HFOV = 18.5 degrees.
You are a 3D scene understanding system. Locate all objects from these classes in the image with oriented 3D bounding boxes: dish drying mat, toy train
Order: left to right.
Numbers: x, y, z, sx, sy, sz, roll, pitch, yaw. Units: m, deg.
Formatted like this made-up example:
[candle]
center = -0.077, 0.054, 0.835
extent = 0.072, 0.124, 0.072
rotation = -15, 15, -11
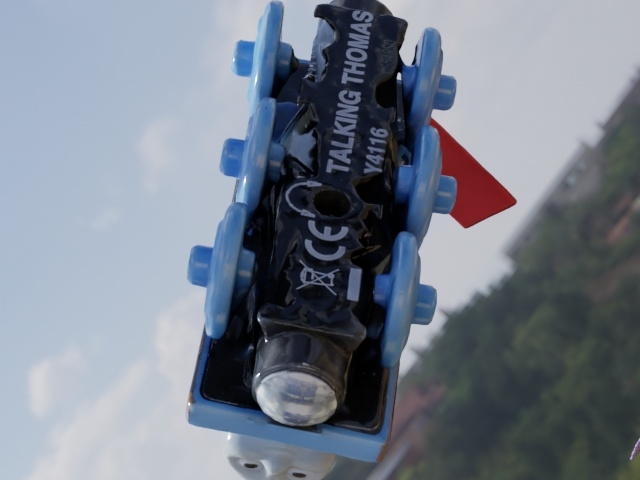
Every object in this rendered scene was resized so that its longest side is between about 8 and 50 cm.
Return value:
[toy train]
center = 0.000, 0.000, 0.654
extent = 0.105, 0.080, 0.184
rotation = 101, 178, -47
[dish drying mat]
center = 0.058, -0.034, 0.929
extent = 0.032, 0.083, 0.008
rotation = -27, 45, 25

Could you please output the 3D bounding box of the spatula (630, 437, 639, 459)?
[spatula]
center = 0.200, -0.029, 0.724
extent = 0.296, 0.030, 0.084
rotation = -40, -21, -24
